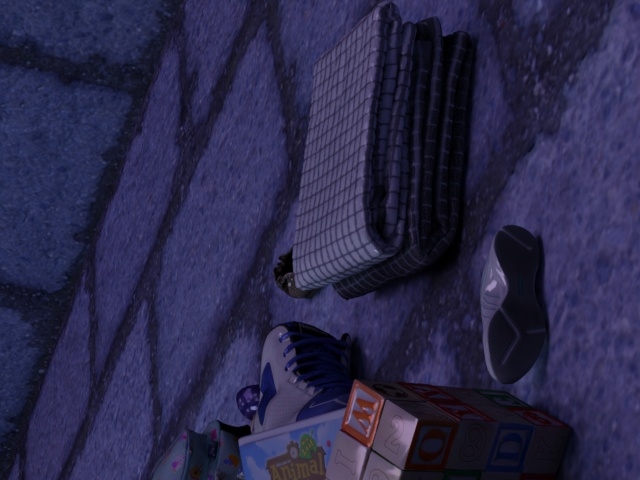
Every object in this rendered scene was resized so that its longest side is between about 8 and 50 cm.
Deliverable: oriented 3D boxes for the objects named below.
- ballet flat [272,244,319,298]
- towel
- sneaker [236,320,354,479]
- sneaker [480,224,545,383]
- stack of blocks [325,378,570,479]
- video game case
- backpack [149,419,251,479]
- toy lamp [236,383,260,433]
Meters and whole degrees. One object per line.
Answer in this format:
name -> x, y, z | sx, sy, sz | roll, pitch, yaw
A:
ballet flat -> 0.000, 0.000, 1.811 | 0.250, 0.058, 0.084 | 130, 146, -54
towel -> 0.065, -0.091, 1.599 | 0.235, 0.121, 0.283 | 150, 128, -67
sneaker -> -0.012, 0.170, 1.636 | 0.315, 0.127, 0.182 | 144, 133, -65
sneaker -> 0.169, 0.064, 1.314 | 0.061, 0.054, 0.152 | 115, 165, -57
stack of blocks -> 0.078, 0.272, 1.215 | 0.087, 0.171, 0.297 | 27, 106, 51
video game case -> 0.002, 0.271, 1.438 | 0.212, 0.023, 0.193 | -23, 74, 49
backpack -> -0.147, 0.343, 1.898 | 0.166, 0.144, 0.188 | -49, 37, 45
toy lamp -> -0.072, 0.314, 1.804 | 0.080, 0.080, 0.274 | 127, 152, -51
